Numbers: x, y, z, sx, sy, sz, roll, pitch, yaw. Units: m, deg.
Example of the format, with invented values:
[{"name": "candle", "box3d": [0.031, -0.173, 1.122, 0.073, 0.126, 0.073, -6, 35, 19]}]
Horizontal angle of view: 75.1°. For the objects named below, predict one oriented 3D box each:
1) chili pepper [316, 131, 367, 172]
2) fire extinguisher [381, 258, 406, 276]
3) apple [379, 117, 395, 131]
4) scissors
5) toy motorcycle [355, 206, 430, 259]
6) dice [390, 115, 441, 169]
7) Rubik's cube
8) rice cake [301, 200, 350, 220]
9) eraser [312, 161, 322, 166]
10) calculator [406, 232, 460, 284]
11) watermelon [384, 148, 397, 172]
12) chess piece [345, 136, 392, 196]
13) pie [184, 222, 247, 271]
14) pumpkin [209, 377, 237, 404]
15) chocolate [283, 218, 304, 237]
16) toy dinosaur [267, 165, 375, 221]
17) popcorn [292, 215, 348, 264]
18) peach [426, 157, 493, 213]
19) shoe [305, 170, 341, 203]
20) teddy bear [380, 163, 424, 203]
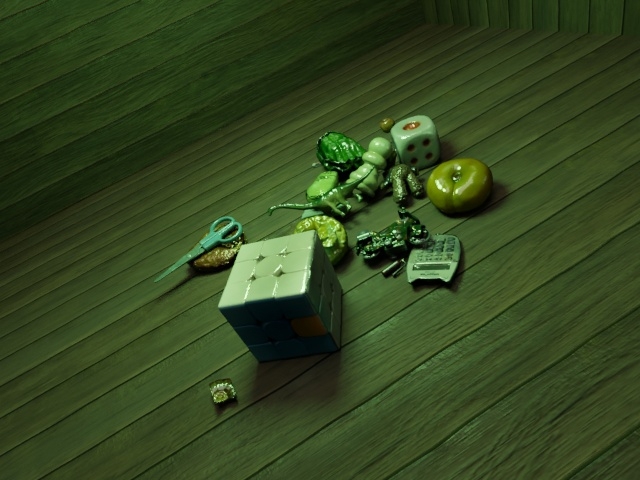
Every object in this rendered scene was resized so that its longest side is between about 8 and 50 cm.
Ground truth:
[{"name": "chili pepper", "box3d": [0.108, -0.411, 2.092, 0.213, 0.167, 0.385, -34, 38, -5]}, {"name": "fire extinguisher", "box3d": [0.266, 0.097, 1.469, 0.100, 0.032, 0.046, -34, 26, -3]}, {"name": "apple", "box3d": [0.374, -0.642, 2.316, 0.084, 0.071, 0.084, -22, 30, 14]}, {"name": "scissors", "box3d": [-0.553, 0.047, 1.862, 0.447, 0.029, 0.192, -39, 44, -17]}, {"name": "toy motorcycle", "box3d": [0.259, -0.022, 1.550, 0.274, 0.125, 0.187, -18, 40, 12]}, {"name": "dice", "box3d": [0.441, -0.451, 1.930, 0.193, 0.192, 0.194, -20, 34, 8]}, {"name": "Rubik's cube", "box3d": [-0.109, 0.183, 1.357, 0.291, 0.290, 0.291, -13, 37, 17]}, {"name": "rice cake", "box3d": [0.023, -0.135, 1.896, 0.221, 0.042, 0.080, -11, 39, 20]}, {"name": "eraser", "box3d": [0.004, -0.425, 2.294, 0.099, 0.019, 0.027, -11, 38, 19]}, {"name": "calculator", "box3d": [0.392, 0.058, 1.439, 0.177, 0.040, 0.268, -2, 40, 27]}, {"name": "watermelon", "box3d": [0.315, -0.353, 1.934, 0.087, 0.163, 0.069, -9, 73, 5]}, {"name": "chess piece", "box3d": [0.233, -0.334, 1.847, 0.144, 0.144, 0.251, 34, 98, 50]}, {"name": "pie", "box3d": [-0.470, 0.027, 1.937, 0.308, 0.085, 0.308, -15, 37, 12]}, {"name": "pumpkin", "box3d": [-0.305, 0.480, 1.313, 0.073, 0.035, 0.101, -20, 31, -14]}, {"name": "chocolate", "box3d": [-0.144, 0.028, 1.767, 0.102, 0.065, 0.329, 4, 46, 33]}, {"name": "toy dinosaur", "box3d": [0.011, -0.203, 1.799, 0.301, 0.087, 0.447, 39, 90, 18]}, {"name": "popcorn", "box3d": [0.000, 0.000, 1.626, 0.221, 0.184, 0.204, 10, 59, 20]}, {"name": "peach", "box3d": [0.538, -0.211, 1.615, 0.251, 0.153, 0.251, -18, 50, 22]}, {"name": "shoe", "box3d": [0.033, -0.234, 1.941, 0.140, 0.128, 0.262, -17, 32, 28]}, {"name": "teddy bear", "box3d": [0.351, -0.270, 1.801, 0.182, 0.129, 0.251, -16, 33, -8]}]
